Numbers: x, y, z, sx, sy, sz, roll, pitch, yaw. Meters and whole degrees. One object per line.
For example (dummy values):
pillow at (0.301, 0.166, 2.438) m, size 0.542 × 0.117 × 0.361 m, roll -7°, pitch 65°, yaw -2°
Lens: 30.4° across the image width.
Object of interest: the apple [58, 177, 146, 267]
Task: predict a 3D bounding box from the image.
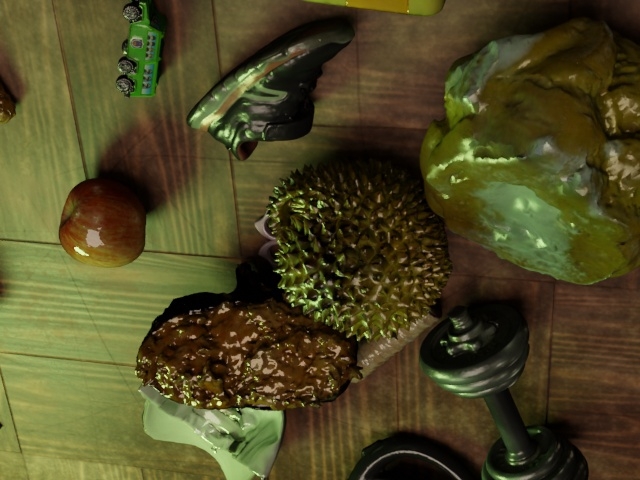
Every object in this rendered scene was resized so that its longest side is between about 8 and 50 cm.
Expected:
apple at (-0.340, -0.025, 1.861) m, size 0.131 × 0.146 × 0.146 m, roll 16°, pitch 128°, yaw -20°

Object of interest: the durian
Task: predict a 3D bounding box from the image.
durian at (0.046, 0.004, 1.702) m, size 0.258 × 0.293 × 0.258 m, roll -21°, pitch 145°, yaw -15°

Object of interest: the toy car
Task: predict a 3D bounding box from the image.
toy car at (-0.258, -0.288, 1.712) m, size 0.062 × 0.071 × 0.165 m, roll 8°, pitch 125°, yaw -7°

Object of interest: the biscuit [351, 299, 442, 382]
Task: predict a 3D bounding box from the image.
biscuit at (0.110, 0.156, 1.902) m, size 0.061 × 0.055 × 0.219 m, roll 42°, pitch 122°, yaw -6°

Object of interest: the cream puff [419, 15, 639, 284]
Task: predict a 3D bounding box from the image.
cream puff at (0.322, -0.133, 1.550) m, size 0.378 × 0.275 × 0.378 m, roll 24°, pitch 154°, yaw 13°

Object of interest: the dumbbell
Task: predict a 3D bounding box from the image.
dumbbell at (0.289, 0.271, 1.852) m, size 0.179 × 0.179 × 0.406 m, roll -16°, pitch 117°, yaw 24°

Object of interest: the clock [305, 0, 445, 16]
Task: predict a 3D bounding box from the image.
clock at (0.070, -0.365, 1.522) m, size 0.202 × 0.143 × 0.096 m, roll 10°, pitch 127°, yaw 9°

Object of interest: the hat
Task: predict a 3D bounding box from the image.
hat at (-0.170, 0.304, 2.043) m, size 0.258 × 0.168 × 0.301 m, roll 35°, pitch 151°, yaw 6°

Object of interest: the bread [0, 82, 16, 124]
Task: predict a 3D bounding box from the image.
bread at (-0.527, -0.249, 1.826) m, size 0.052 × 0.044 × 0.157 m, roll -18°, pitch 116°, yaw 22°

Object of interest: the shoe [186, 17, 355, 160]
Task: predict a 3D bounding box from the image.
shoe at (-0.059, -0.205, 1.678) m, size 0.291 × 0.114 × 0.137 m, roll -32°, pitch 104°, yaw 33°

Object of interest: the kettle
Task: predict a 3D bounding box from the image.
kettle at (0.161, 0.481, 2.037) m, size 0.290 × 0.207 × 0.268 m, roll 29°, pitch 96°, yaw 7°

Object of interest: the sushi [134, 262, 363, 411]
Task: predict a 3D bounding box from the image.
sushi at (-0.107, 0.151, 1.842) m, size 0.348 × 0.207 × 0.234 m, roll -3°, pitch 89°, yaw 5°

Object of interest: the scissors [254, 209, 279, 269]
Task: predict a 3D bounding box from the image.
scissors at (0.000, 0.000, 1.852) m, size 0.212 × 0.021 × 0.110 m, roll 2°, pitch 119°, yaw 15°
